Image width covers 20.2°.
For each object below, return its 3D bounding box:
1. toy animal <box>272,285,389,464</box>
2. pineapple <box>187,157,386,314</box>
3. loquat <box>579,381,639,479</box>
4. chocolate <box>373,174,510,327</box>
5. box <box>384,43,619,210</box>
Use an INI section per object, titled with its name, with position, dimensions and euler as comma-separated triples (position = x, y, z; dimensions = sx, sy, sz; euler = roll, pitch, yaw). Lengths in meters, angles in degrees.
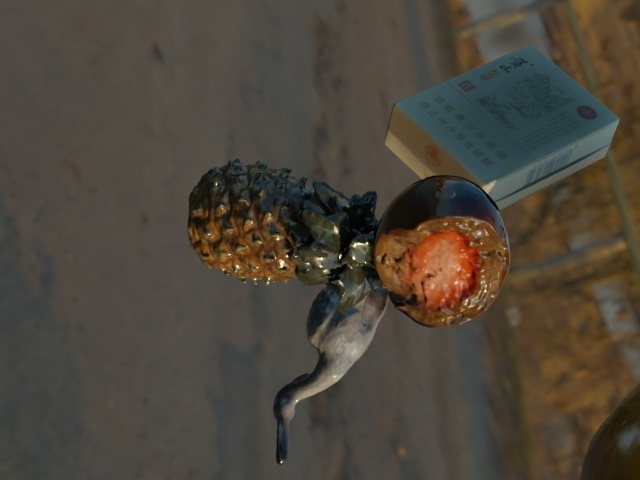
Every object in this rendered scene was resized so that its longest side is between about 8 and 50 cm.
[toy animal]
position = 0.029, 0.118, 2.304
dimensions = 0.090, 0.324, 0.195
euler = 42, 11, -33
[pineapple]
position = 0.000, 0.000, 2.083
dimensions = 0.141, 0.310, 0.170
euler = -44, 137, -47
[loquat]
position = 0.393, 0.252, 1.655
dimensions = 0.328, 0.329, 0.328
euler = -22, 90, -77
[chocolate]
position = 0.112, 0.001, 1.595
dimensions = 0.124, 0.133, 0.127
euler = -3, 59, -33
[box]
position = 0.182, -0.110, 1.804
dimensions = 0.141, 0.201, 0.058
euler = 44, -38, 26
